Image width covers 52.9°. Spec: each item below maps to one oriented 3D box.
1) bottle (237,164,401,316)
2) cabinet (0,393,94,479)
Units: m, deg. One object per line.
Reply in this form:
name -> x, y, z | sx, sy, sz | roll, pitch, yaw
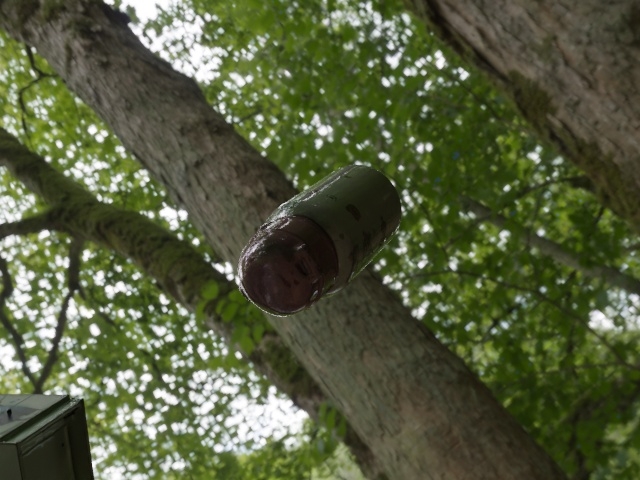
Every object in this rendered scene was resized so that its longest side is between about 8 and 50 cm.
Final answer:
bottle -> 0.000, 0.000, 0.686 | 0.233, 0.110, 0.110 | -40, -18, -54
cabinet -> -0.450, 0.303, 0.886 | 0.206, 0.150, 0.145 | -3, 8, 13
